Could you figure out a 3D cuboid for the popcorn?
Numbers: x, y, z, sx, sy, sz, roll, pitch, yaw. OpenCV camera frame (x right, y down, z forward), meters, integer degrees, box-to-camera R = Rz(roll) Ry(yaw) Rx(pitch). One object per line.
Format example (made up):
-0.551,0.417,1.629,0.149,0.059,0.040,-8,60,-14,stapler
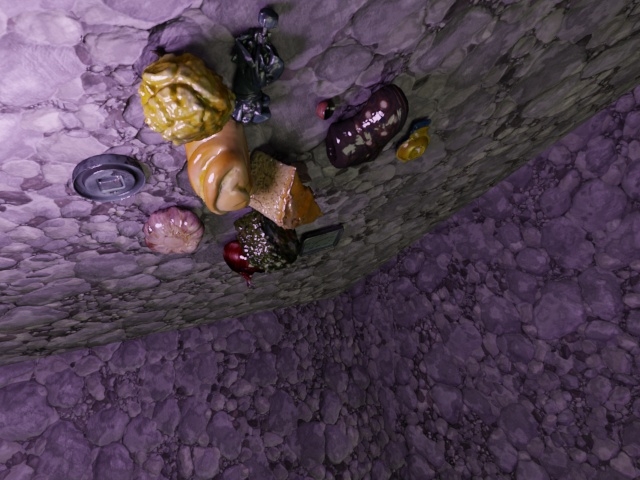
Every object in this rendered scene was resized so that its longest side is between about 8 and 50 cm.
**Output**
-0.345,-0.369,1.043,0.249,0.225,0.249,-28,177,-1,popcorn

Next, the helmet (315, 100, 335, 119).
0.011,-0.455,1.411,0.084,0.049,0.065,-39,149,-59,helmet

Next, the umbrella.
-0.181,-0.464,1.127,0.143,0.094,0.349,-15,157,-32,umbrella

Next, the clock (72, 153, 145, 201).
-0.688,-0.202,1.325,0.215,0.042,0.215,-20,160,-8,clock

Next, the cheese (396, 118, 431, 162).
0.431,-0.446,1.848,0.177,0.069,0.270,-19,157,-13,cheese

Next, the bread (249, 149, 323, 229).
-0.117,-0.214,1.609,0.315,0.248,0.279,-29,140,-52,bread

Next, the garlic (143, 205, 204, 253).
-0.596,-0.049,1.664,0.245,0.160,0.245,-8,140,-7,garlic

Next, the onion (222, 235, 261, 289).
-0.380,0.117,2.134,0.273,0.285,0.273,5,172,1,onion

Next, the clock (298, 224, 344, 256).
0.000,-0.001,2.547,0.279,0.049,0.273,-16,158,-18,clock

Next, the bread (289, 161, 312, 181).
-0.107,-0.251,1.724,0.077,0.105,0.152,-4,153,-26,bread

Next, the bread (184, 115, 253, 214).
-0.336,-0.226,1.340,0.211,0.270,0.316,-7,165,-2,bread

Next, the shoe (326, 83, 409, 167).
0.149,-0.408,1.499,0.237,0.171,0.384,-19,168,-23,shoe

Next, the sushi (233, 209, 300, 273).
-0.241,0.005,1.959,0.178,0.294,0.352,-26,163,20,sushi
